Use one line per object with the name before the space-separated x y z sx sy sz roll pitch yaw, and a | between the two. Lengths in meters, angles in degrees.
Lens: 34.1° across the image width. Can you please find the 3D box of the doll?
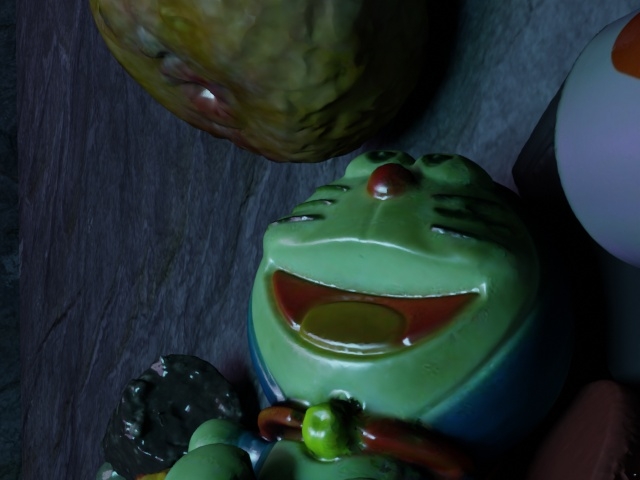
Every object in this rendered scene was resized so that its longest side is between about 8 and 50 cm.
doll | 0.038 0.079 0.622 0.198 0.186 0.322 12 59 30

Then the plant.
plant | -0.176 0.243 1.189 0.146 0.149 0.274 56 149 14

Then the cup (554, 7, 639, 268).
cup | 0.219 -0.048 0.381 0.288 0.203 0.203 -179 93 -71

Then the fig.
fig | 0.002 -0.251 0.848 0.368 0.286 0.286 -51 24 -11

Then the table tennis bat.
table tennis bat | 0.047 0.246 0.578 0.414 0.051 0.268 -55 -4 10

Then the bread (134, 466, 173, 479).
bread | -0.089 0.333 0.985 0.274 0.149 0.274 -179 90 -67

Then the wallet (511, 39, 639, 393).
wallet | 0.185 -0.002 0.608 0.244 0.025 0.124 -109 34 -40
